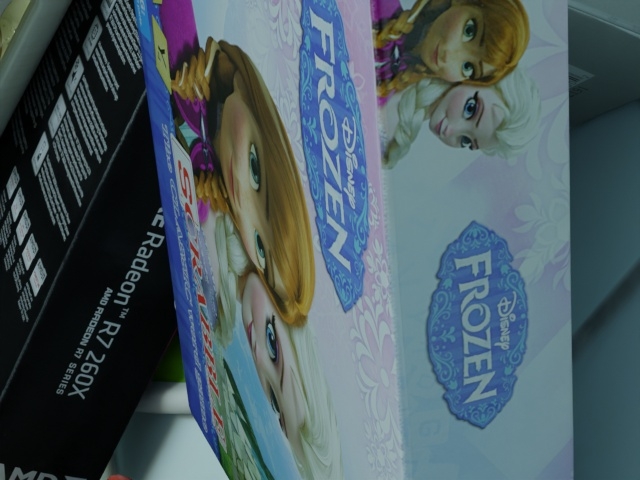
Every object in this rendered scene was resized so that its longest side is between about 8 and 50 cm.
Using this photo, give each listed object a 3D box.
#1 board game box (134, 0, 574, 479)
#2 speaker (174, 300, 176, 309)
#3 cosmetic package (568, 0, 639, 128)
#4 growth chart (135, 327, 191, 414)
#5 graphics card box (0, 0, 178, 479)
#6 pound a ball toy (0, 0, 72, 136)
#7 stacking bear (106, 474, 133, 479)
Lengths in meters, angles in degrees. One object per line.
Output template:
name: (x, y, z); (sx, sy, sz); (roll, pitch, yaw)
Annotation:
board game box: (0.000, 0.000, 0.627); (0.318, 0.066, 0.318); (-134, 35, -60)
speaker: (-0.028, -0.002, 0.848); (0.136, 0.055, 0.055); (-55, 32, 33)
cosmetic package: (0.093, -0.175, 0.661); (0.127, 0.107, 0.238); (-24, 53, 59)
growth chart: (-0.083, 0.001, 0.992); (0.172, 0.021, 0.237); (-24, 56, 56)
graphics card box: (-0.138, -0.039, 0.989); (0.371, 0.094, 0.233); (-61, 30, 21)
pound a ball toy: (-0.258, -0.175, 1.014); (0.208, 0.136, 0.319); (54, 131, 21)
stacking bear: (-0.194, 0.230, 0.933); (0.289, 0.164, 0.175); (-30, 57, 40)
